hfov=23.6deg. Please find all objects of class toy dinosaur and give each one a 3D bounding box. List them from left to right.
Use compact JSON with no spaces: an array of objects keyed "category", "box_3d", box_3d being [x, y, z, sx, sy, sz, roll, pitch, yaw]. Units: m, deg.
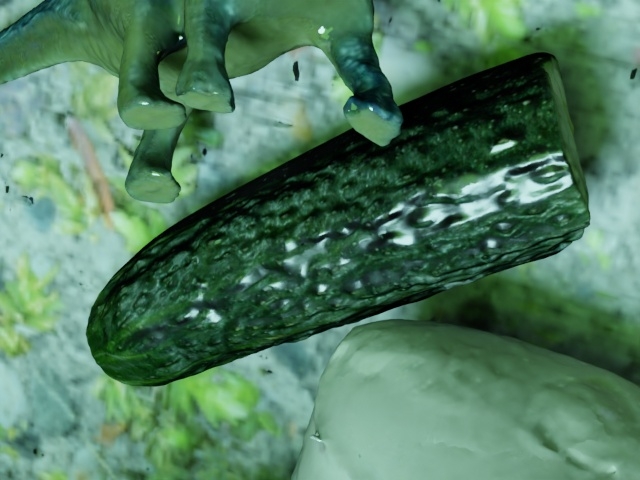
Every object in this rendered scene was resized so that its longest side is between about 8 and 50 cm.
[{"category":"toy dinosaur","box_3d":[-0.047,-0.094,0.604,0.363,0.076,0.147,-18,58,30]}]

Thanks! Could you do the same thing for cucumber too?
[{"category":"cucumber","box_3d":[0.000,0.001,0.612,0.241,0.074,0.074,-22,93,28]}]

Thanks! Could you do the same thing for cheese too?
[{"category":"cheese","box_3d":[0.070,0.143,0.571,0.198,0.154,0.189,25,117,16]}]
